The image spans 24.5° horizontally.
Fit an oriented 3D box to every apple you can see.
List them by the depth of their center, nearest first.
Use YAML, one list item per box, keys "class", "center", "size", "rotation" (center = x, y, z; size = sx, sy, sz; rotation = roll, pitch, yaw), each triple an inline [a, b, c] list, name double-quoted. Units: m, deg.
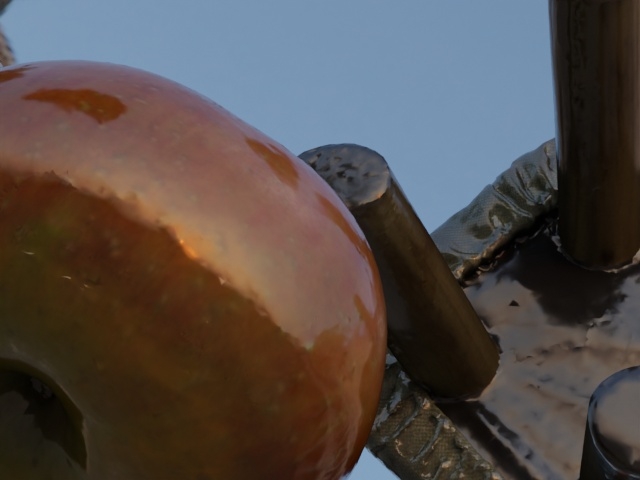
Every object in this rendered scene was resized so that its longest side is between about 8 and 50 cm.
- class: "apple"
  center: [-0.086, 0.026, 0.607]
  size: [0.235, 0.173, 0.210]
  rotation: [43, -49, -9]

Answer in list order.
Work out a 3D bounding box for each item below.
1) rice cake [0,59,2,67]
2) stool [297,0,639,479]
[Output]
- class: "rice cake"
  center: [-0.361, -0.127, 1.175]
  size: [0.198, 0.037, 0.189]
  rotation: [47, -72, 24]
- class: "stool"
  center: [0.173, 0.022, 0.842]
  size: [0.310, 0.310, 0.226]
  rotation: [39, -25, 30]
